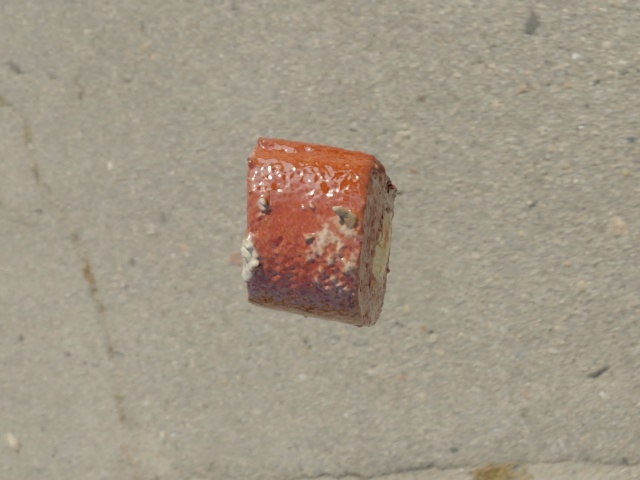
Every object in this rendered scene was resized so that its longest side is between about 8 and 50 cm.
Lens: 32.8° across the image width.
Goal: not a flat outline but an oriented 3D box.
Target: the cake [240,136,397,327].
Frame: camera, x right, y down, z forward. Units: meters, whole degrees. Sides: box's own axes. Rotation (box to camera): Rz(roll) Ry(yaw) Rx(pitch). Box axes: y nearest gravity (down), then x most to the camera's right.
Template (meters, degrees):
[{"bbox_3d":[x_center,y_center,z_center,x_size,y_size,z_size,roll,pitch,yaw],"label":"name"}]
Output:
[{"bbox_3d":[0.000,0.000,1.190,0.150,0.283,0.177,10,82,9],"label":"cake"}]
